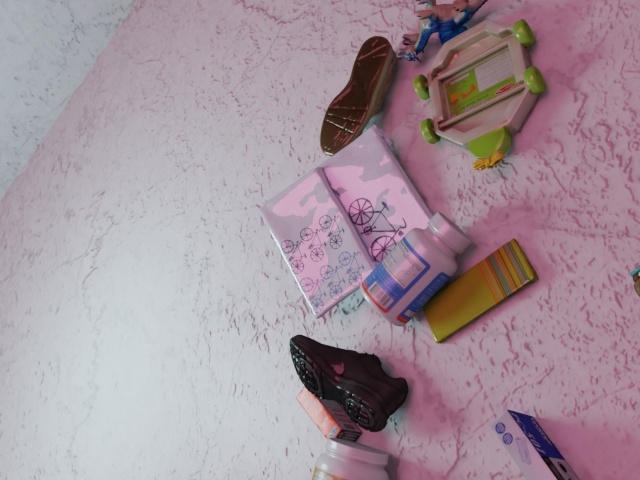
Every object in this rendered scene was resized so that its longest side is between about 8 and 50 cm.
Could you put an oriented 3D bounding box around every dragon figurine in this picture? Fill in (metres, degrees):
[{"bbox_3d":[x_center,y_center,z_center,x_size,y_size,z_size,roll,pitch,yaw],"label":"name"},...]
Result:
[{"bbox_3d":[0.295,-0.481,1.612,0.289,0.144,0.085,-12,62,19],"label":"dragon figurine"}]

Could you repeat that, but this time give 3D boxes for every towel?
[{"bbox_3d":[0.302,0.100,1.416,0.237,0.021,0.102,-39,45,26],"label":"towel"}]

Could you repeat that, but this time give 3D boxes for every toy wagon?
[{"bbox_3d":[0.330,-0.289,1.515,0.267,0.068,0.344,-23,59,35],"label":"toy wagon"}]

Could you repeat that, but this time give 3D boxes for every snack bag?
[{"bbox_3d":[0.060,-0.047,1.603,0.342,0.037,0.323,-34,63,11],"label":"snack bag"}]

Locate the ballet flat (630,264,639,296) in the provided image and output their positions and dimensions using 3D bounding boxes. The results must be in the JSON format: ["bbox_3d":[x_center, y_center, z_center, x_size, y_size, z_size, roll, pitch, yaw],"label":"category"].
[{"bbox_3d":[0.635,-0.003,1.095,0.342,0.116,0.124,-44,69,21],"label":"ballet flat"}]

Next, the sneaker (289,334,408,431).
[{"bbox_3d":[0.054,0.272,1.500,0.286,0.130,0.109,32,140,32],"label":"sneaker"}]

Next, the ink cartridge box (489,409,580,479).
[{"bbox_3d":[0.367,0.374,1.184,0.046,0.097,0.207,-48,47,18],"label":"ink cartridge box"}]

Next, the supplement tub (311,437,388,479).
[{"bbox_3d":[0.048,0.491,1.400,0.144,0.144,0.199,6,77,44],"label":"supplement tub"}]

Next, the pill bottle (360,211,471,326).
[{"bbox_3d":[0.193,0.054,1.458,0.221,0.124,0.124,-47,47,12],"label":"pill bottle"}]

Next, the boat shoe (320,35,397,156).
[{"bbox_3d":[0.099,-0.325,1.727,0.109,0.098,0.302,22,86,32],"label":"boat shoe"}]

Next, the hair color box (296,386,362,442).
[{"bbox_3d":[0.017,0.365,1.533,0.043,0.072,0.141,-56,45,10],"label":"hair color box"}]
